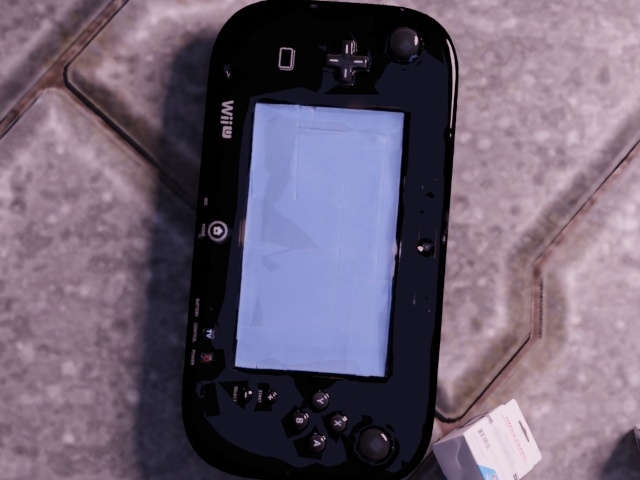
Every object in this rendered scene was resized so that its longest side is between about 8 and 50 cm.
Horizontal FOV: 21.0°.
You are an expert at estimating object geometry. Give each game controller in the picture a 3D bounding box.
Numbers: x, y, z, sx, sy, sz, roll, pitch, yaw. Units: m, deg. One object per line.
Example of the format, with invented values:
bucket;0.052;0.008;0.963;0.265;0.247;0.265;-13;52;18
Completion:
game controller;0.000;0.000;1.142;0.166;0.067;0.319;5;85;-5

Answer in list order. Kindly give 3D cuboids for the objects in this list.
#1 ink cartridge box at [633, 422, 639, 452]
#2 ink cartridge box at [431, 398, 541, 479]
ink cartridge box;0.337;0.197;1.152;0.206;0.045;0.208;-16;87;6
ink cartridge box;0.112;0.141;1.148;0.028;0.083;0.048;-25;88;32
